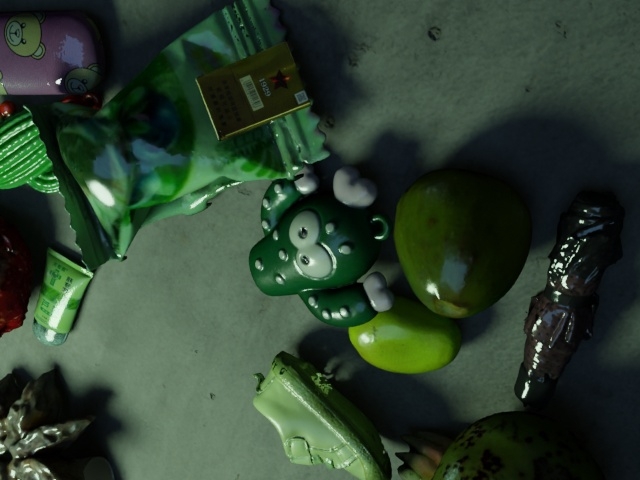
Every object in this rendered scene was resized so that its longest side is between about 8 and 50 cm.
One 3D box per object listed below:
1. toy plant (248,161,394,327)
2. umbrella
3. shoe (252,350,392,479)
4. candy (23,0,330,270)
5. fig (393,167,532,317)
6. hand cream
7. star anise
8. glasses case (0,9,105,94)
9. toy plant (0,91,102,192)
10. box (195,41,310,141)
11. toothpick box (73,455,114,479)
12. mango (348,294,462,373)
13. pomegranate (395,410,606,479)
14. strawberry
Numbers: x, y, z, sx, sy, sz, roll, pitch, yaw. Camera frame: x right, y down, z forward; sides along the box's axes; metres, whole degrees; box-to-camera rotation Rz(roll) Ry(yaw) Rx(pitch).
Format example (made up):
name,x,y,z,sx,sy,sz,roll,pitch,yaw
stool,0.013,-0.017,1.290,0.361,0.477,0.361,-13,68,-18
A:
name,x,y,z,sx,sy,sz,roll,pitch,yaw
toy plant,0.003,0.004,1.165,0.243,0.112,0.233,10,105,34
umbrella,0.329,0.088,1.094,0.094,0.090,0.326,14,117,11
shoe,0.004,0.288,1.285,0.128,0.140,0.262,-42,88,20
candy,-0.197,-0.152,1.152,0.397,0.172,0.263,-24,97,18
fig,0.182,0.007,1.072,0.181,0.191,0.181,7,148,5
hand cream,-0.458,0.106,1.426,0.095,0.046,0.175,29,117,10
star anise,-0.546,0.393,1.488,0.331,0.117,0.332,-4,81,26
glasses case,-0.470,-0.286,1.244,0.316,0.076,0.123,4,113,19
toy plant,-0.440,-0.148,1.287,0.240,0.088,0.155,-2,108,15
box,-0.090,-0.197,1.085,0.133,0.023,0.090,-23,89,-2
toothpick box,-0.483,0.466,1.560,0.149,0.098,0.098,-11,108,24
mango,0.121,0.144,1.196,0.163,0.089,0.117,23,118,10
pomegranate,0.244,0.376,1.177,0.340,0.285,0.285,14,121,51
strawberry,-0.614,0.071,1.384,0.274,0.274,0.220,25,156,9
